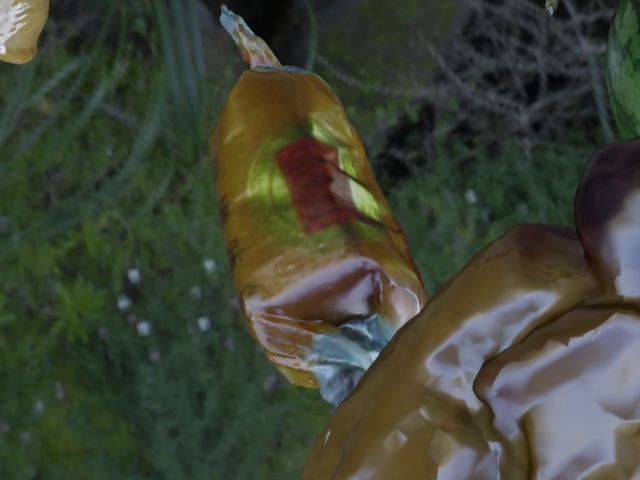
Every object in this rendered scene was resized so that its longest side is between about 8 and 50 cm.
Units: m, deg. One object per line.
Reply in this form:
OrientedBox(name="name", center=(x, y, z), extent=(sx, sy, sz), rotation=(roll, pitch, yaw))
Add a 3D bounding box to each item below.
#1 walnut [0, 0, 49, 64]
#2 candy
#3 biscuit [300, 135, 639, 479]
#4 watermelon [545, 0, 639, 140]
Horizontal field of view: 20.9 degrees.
OrientedBox(name="walnut", center=(-0.150, -0.124, 0.738), extent=(0.052, 0.121, 0.091), rotation=(-50, 131, 8))
OrientedBox(name="candy", center=(0.000, 0.000, 0.472), extent=(0.046, 0.182, 0.053), rotation=(-25, 143, 14))
OrientedBox(name="biscuit", center=(0.117, 0.117, 0.330), extent=(0.296, 0.296, 0.075), rotation=(-37, 174, 22))
OrientedBox(name="watermelon", center=(0.176, -0.081, 0.705), extent=(0.141, 0.187, 0.140), rotation=(-28, 153, -16))
